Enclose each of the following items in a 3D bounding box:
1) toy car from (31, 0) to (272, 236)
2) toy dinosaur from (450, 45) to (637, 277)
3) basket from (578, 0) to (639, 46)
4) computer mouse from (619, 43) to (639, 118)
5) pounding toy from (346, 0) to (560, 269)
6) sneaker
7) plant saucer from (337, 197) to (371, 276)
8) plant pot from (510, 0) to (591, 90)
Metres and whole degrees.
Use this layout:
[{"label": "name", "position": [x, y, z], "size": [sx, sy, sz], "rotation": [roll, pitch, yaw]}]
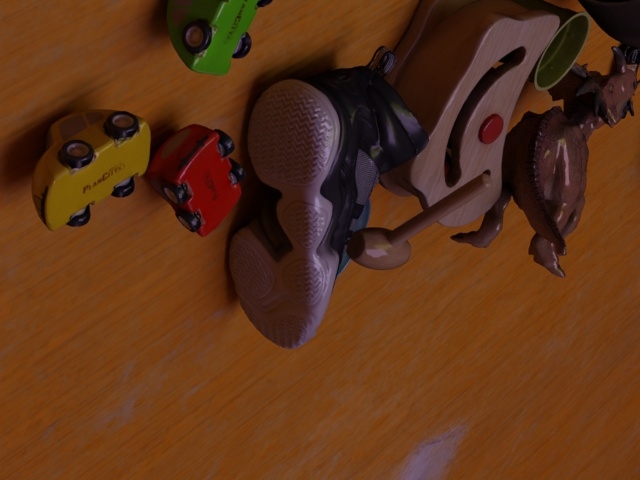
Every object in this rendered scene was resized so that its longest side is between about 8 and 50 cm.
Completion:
[{"label": "toy car", "position": [-0.100, -0.111, 1.228], "size": [0.239, 0.053, 0.225], "rotation": [0, 119, -62]}, {"label": "toy dinosaur", "position": [0.218, -0.088, 1.689], "size": [0.295, 0.127, 0.200], "rotation": [-56, 169, -71]}, {"label": "basket", "position": [0.299, -0.278, 1.648], "size": [0.227, 0.154, 0.204], "rotation": [39, 65, -70]}, {"label": "computer mouse", "position": [0.399, -0.230, 2.018], "size": [0.193, 0.042, 0.106], "rotation": [-40, 147, -21]}, {"label": "pounding toy", "position": [0.135, -0.083, 1.549], "size": [0.154, 0.155, 0.269], "rotation": [17, 105, -53]}, {"label": "sneaker", "position": [0.013, -0.035, 1.462], "size": [0.153, 0.101, 0.268], "rotation": [-32, 144, -37]}, {"label": "plant saucer", "position": [0.000, 0.000, 1.581], "size": [0.119, 0.021, 0.119], "rotation": [-43, 152, -29]}, {"label": "plant pot", "position": [0.194, -0.194, 1.631], "size": [0.083, 0.079, 0.083], "rotation": [-41, 154, -25]}]
